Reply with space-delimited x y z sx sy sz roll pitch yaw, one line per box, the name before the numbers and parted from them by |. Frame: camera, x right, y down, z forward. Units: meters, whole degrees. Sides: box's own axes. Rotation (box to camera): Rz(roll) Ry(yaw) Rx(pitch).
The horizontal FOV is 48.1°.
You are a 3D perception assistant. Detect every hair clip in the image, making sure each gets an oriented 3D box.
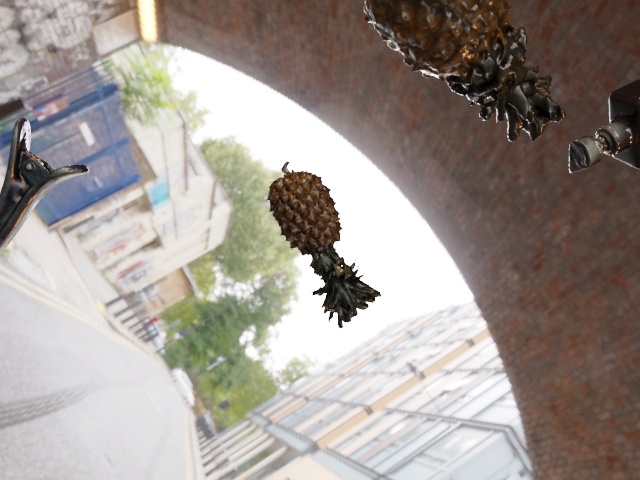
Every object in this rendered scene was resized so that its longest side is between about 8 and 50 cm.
hair clip | -0.347 0.010 0.708 0.083 0.275 0.048 39 -3 -13

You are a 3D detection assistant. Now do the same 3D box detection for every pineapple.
pineapple | 0.126 -0.160 0.591 0.197 0.108 0.108 41 -9 -18
pineapple | 0.000 0.001 0.915 0.103 0.083 0.221 21 43 -88

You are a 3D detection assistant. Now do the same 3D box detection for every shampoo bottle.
shampoo bottle | 0.443 -0.166 0.895 0.071 0.309 0.098 44 -24 51
